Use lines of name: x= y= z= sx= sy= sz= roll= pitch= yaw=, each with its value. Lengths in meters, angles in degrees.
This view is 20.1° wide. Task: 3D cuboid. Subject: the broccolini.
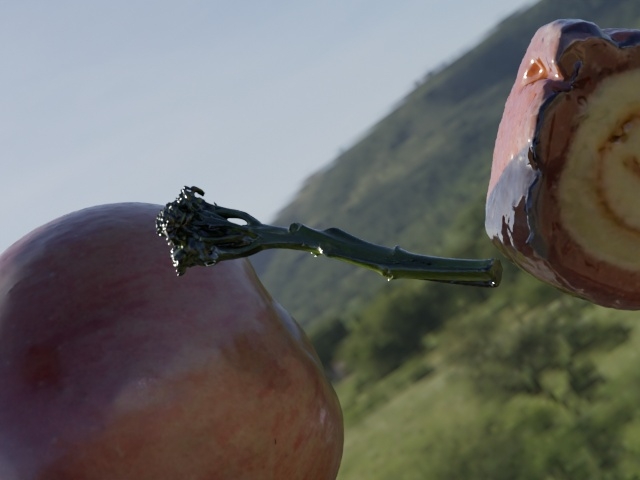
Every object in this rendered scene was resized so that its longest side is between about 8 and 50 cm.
broccolini: x=0.001 y=-0.001 z=0.969 sx=0.218 sy=0.044 sz=0.042 roll=4 pitch=25 yaw=32

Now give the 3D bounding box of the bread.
bread: x=0.228 y=-0.041 z=1.222 sx=0.123 sy=0.244 sz=0.190 roll=-127 pitch=53 yaw=-69

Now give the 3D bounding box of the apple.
apple: x=-0.122 y=0.122 z=1.368 sx=0.269 sy=0.345 sz=0.345 roll=-14 pitch=0 yaw=6
